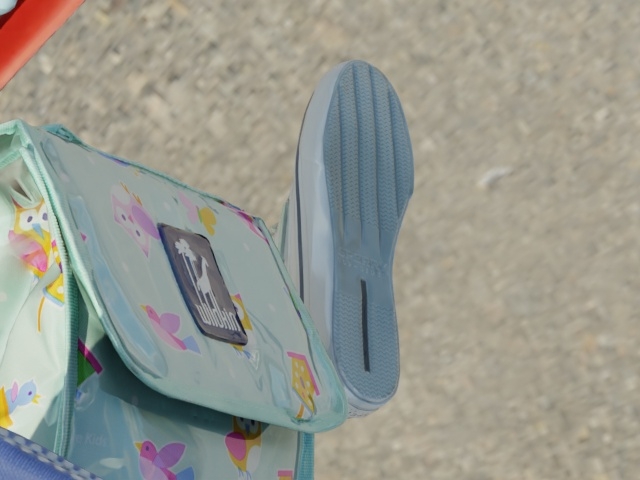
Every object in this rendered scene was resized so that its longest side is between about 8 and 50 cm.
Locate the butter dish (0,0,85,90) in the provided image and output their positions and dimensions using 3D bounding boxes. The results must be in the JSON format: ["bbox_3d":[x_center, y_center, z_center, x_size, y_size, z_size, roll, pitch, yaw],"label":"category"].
[{"bbox_3d":[-0.165,-0.102,0.607,0.160,0.118,0.160,42,84,0],"label":"butter dish"}]

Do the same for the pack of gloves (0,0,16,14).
[{"bbox_3d":[-0.073,-0.168,0.376,0.232,0.046,0.195,38,65,-4],"label":"pack of gloves"}]

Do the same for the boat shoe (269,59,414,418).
[{"bbox_3d":[0.000,0.000,1.156,0.083,0.076,0.226,29,53,-36],"label":"boat shoe"}]

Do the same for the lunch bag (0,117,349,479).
[{"bbox_3d":[-0.102,0.089,0.919,0.223,0.160,0.262,20,78,-58],"label":"lunch bag"}]

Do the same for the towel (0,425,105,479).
[{"bbox_3d":[-0.099,0.242,0.729,0.243,0.336,0.040,27,20,-1],"label":"towel"}]
